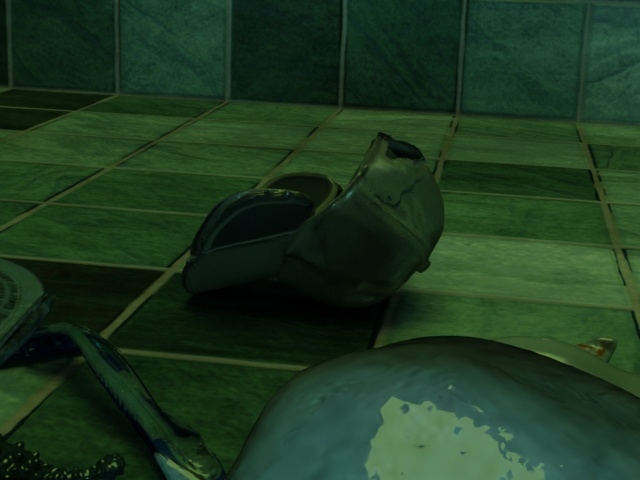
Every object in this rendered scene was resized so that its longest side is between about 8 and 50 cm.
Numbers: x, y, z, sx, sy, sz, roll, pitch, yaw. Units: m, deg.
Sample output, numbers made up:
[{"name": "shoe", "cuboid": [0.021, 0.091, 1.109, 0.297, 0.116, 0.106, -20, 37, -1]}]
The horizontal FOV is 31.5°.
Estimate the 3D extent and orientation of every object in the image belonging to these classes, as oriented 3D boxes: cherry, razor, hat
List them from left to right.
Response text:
[{"name": "razor", "cuboid": [-0.158, 0.111, 0.863, 0.093, 0.056, 0.324, -6, 18, -33]}, {"name": "hat", "cuboid": [-0.009, 0.000, 1.137, 0.275, 0.161, 0.232, -19, 0, 10]}, {"name": "cherry", "cuboid": [0.061, 0.150, 0.440, 0.296, 0.218, 0.255, 14, 13, 23]}]

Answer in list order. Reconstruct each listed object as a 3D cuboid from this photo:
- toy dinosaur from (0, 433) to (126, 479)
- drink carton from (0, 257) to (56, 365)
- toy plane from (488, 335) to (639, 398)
[{"name": "toy dinosaur", "cuboid": [-0.200, 0.150, 0.714, 0.154, 0.055, 0.049, -3, 12, -10]}, {"name": "drink carton", "cuboid": [-0.237, 0.117, 0.569, 0.191, 0.189, 0.185, 4, 15, 4]}, {"name": "toy plane", "cuboid": [0.182, 0.119, 0.762, 0.245, 0.117, 0.244, 2, 17, -1]}]
